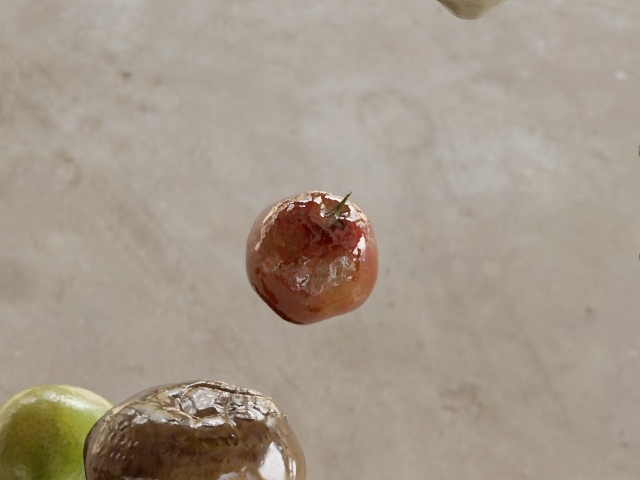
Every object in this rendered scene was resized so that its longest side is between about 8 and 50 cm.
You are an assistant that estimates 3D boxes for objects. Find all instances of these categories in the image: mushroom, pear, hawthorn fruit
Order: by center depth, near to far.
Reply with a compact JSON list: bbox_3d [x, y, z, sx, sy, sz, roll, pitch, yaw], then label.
[{"bbox_3d":[-0.005,0.006,1.623,0.125,0.140,0.125,15,12,-3],"label":"hawthorn fruit"},{"bbox_3d":[-0.126,0.208,1.816,0.231,0.138,0.194,3,31,-31],"label":"mushroom"},{"bbox_3d":[-0.286,0.257,1.977,0.180,0.166,0.216,40,17,-36],"label":"pear"}]

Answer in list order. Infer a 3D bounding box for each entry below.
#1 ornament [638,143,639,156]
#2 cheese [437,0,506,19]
[{"bbox_3d":[0.321,0.017,1.048,0.260,0.106,0.251,41,17,-7],"label":"ornament"},{"bbox_3d":[0.122,-0.219,1.001,0.117,0.235,0.218,48,51,2],"label":"cheese"}]
